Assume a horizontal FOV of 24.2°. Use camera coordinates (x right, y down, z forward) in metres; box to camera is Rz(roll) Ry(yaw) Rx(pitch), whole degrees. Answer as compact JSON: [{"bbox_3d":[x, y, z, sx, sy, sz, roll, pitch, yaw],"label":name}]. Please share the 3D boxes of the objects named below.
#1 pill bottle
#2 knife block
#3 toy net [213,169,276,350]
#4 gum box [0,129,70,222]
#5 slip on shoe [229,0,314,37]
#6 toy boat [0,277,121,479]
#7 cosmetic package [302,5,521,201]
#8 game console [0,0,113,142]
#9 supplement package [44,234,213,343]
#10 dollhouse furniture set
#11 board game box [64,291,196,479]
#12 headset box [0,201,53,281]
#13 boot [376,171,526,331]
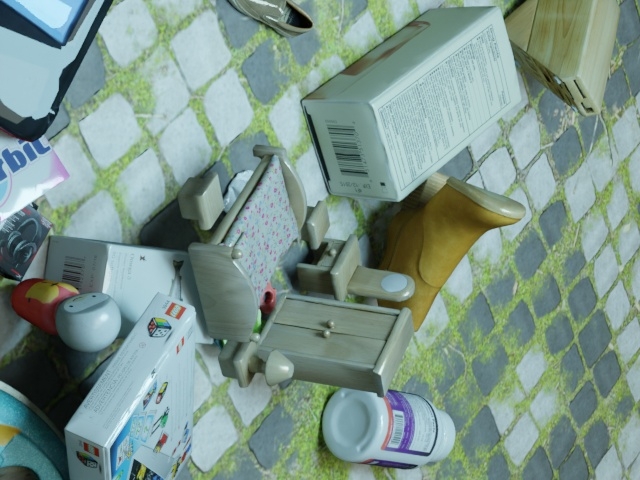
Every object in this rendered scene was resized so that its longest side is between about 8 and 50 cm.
[{"bbox_3d":[0.101,0.262,2.074,0.193,0.108,0.108,17,84,-48],"label":"pill bottle"},{"bbox_3d":[0.396,-0.336,2.208,0.242,0.276,0.088,-40,130,1],"label":"knife block"},{"bbox_3d":[-0.083,0.030,1.876,0.122,0.045,0.232,6,92,-48],"label":"toy net"},{"bbox_3d":[-0.363,-0.059,1.515,0.188,0.062,0.107,-39,103,-37],"label":"gum box"},{"bbox_3d":[-0.061,-0.290,1.847,0.135,0.041,0.051,34,72,-46],"label":"slip on shoe"},{"bbox_3d":[-0.325,0.184,1.545,0.267,0.148,0.318,38,74,-44],"label":"toy boat"},{"bbox_3d":[0.128,-0.189,2.010,0.296,0.129,0.153,-37,121,-37],"label":"cosmetic package"},{"bbox_3d":[-0.325,-0.338,1.462,0.342,0.060,0.386,33,75,-33],"label":"game console"},{"bbox_3d":[-0.212,0.057,1.692,0.179,0.105,0.105,8,89,-49],"label":"supplement package"},{"bbox_3d":[0.000,0.000,1.760,0.303,0.174,0.355,-62,152,-43],"label":"dollhouse furniture set"},{"bbox_3d":[-0.204,0.220,1.642,0.193,0.053,0.305,-58,165,-36],"label":"board game box"},{"bbox_3d":[-0.331,-0.007,1.604,0.062,0.032,0.083,44,66,-42],"label":"headset box"},{"bbox_3d":[0.160,0.024,1.959,0.104,0.295,0.211,19,94,-19],"label":"boot"}]
